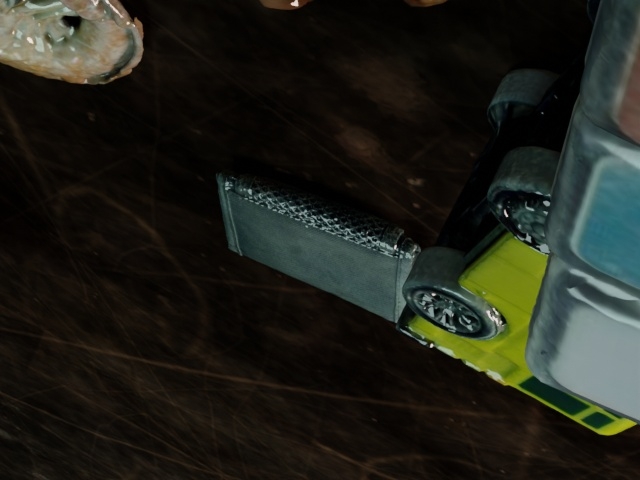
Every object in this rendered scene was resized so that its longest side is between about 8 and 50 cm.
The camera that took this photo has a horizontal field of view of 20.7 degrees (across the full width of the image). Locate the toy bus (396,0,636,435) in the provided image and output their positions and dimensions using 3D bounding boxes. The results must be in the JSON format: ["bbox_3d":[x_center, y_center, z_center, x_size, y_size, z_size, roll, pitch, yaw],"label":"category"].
[{"bbox_3d":[0.142,-0.016,0.728,0.150,0.128,0.262,30,158,-4],"label":"toy bus"}]

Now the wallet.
[{"bbox_3d":[0.000,0.000,1.044,0.129,0.026,0.088,23,152,16],"label":"wallet"}]

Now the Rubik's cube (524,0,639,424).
[{"bbox_3d":[0.213,-0.070,0.370,0.259,0.256,0.253,24,157,12],"label":"Rubik's cube"}]

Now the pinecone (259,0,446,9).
[{"bbox_3d":[0.005,-0.156,0.566,0.179,0.150,0.195,33,160,-26],"label":"pinecone"}]

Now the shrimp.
[{"bbox_3d":[-0.160,-0.142,0.909,0.126,0.047,0.223,14,159,15],"label":"shrimp"}]
